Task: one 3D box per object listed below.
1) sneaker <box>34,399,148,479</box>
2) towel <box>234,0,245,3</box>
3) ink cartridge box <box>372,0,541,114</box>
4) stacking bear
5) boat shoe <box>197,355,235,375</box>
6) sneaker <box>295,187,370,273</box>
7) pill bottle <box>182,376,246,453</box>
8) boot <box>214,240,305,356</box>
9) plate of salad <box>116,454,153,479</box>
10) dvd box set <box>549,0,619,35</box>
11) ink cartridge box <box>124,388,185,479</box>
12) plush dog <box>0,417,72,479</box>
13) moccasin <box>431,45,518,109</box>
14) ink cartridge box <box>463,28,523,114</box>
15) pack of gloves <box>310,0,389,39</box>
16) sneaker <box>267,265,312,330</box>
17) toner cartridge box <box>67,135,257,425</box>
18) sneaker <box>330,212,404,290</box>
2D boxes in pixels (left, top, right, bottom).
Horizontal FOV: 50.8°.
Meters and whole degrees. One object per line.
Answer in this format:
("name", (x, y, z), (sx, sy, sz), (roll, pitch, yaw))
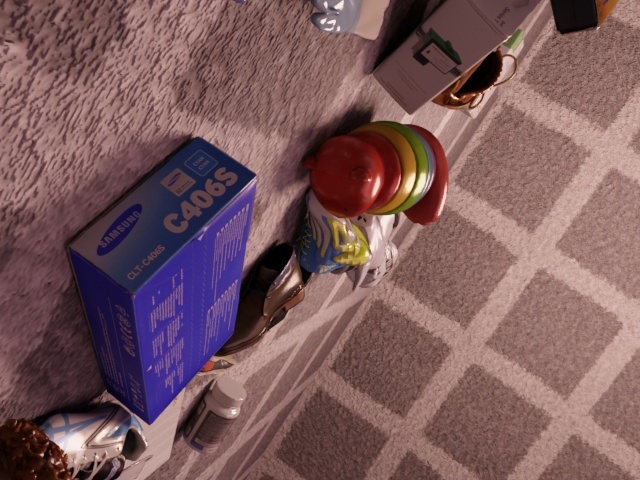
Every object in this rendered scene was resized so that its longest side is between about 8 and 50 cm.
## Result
("sneaker", (-0.267, 0.236, 0.740), (0.085, 0.086, 0.237), (-55, 168, 9))
("towel", (-0.046, -0.272, 0.319), (0.243, 0.040, 0.336), (-58, 169, 6))
("ink cartridge box", (0.196, -0.296, 0.951), (0.160, 0.092, 0.219), (-49, -172, -30))
("stacking bear", (0.082, -0.106, 1.057), (0.289, 0.175, 0.164), (-15, 125, -61))
("boat shoe", (-0.178, 0.198, 1.100), (0.043, 0.049, 0.137), (-52, 166, -1))
("sneaker", (0.000, 0.000, 1.164), (0.126, 0.091, 0.240), (-27, 145, 9))
("pill bottle", (-0.205, 0.340, 1.315), (0.137, 0.078, 0.078), (-58, 169, 15))
("boot", (-0.108, 0.089, 1.078), (0.219, 0.082, 0.106), (-40, 139, -42))
("plate of salad", (-0.309, 0.322, 0.863), (0.199, 0.048, 0.200), (-32, 171, -6))
("dvd box set", (0.387, -0.502, 0.947), (0.420, 0.062, 0.308), (-46, 123, -42))
("ink cartridge box", (-0.271, 0.286, 1.033), (0.145, 0.045, 0.179), (-26, 130, -67))
("plush dog", (-0.294, 0.226, 0.472), (0.262, 0.211, 0.225), (-30, -163, 27))
("moccasin", (0.277, -0.320, 1.253), (0.139, 0.147, 0.380), (-55, 169, -3))
("ink cartridge box", (0.385, -0.407, 1.602), (0.212, 0.093, 0.154), (-59, 168, 12))
("pack of gloves", (0.039, -0.298, 0.643), (0.232, 0.046, 0.195), (-36, 147, -67))
("sneaker", (-0.079, 0.116, 1.283), (0.170, 0.051, 0.089), (-47, 167, -15))
("toner cartridge box", (-0.159, 0.063, 0.717), (0.165, 0.075, 0.348), (-50, 168, -32))
("sneaker", (0.069, 0.028, 1.438), (0.210, 0.137, 0.366), (-48, 161, -32))
